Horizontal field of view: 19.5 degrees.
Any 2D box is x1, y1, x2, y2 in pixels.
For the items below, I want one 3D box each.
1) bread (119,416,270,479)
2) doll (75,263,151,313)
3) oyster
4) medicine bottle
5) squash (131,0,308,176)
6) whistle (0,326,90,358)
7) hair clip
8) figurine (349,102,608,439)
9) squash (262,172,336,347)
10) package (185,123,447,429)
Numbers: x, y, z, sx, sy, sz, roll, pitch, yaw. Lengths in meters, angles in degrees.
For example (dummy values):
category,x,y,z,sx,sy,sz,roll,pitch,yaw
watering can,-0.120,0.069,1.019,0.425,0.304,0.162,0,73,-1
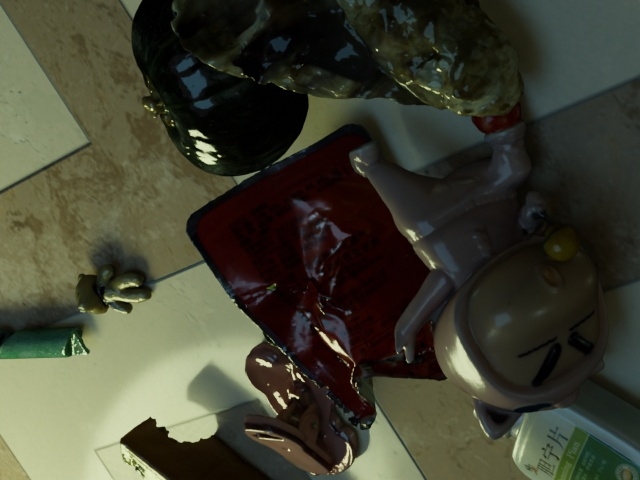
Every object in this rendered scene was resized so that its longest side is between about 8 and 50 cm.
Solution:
category,x,y,z,sx,sy,sz,roll,pitch,yaw
bread,-0.117,0.278,2.086,0.226,0.088,0.049,38,141,14
doll,-0.231,0.053,2.063,0.093,0.051,0.061,-18,108,17
oyster,0.018,-0.177,1.546,0.294,0.094,0.166,-4,90,4
medicine bottle,0.234,0.183,1.717,0.183,0.069,0.119,33,139,20
squash,-0.090,-0.152,1.679,0.193,0.156,0.193,174,90,-79
whistle,-0.342,0.122,2.203,0.186,0.039,0.039,-4,117,44
hair clip,-0.015,0.181,1.966,0.123,0.102,0.138,2,153,43
figurine,0.146,0.023,1.607,0.287,0.176,0.186,69,163,-1
squash,0.000,0.000,1.787,0.094,0.094,0.224,25,126,26
package,0.022,0.044,1.735,0.269,0.194,0.071,59,177,-21
